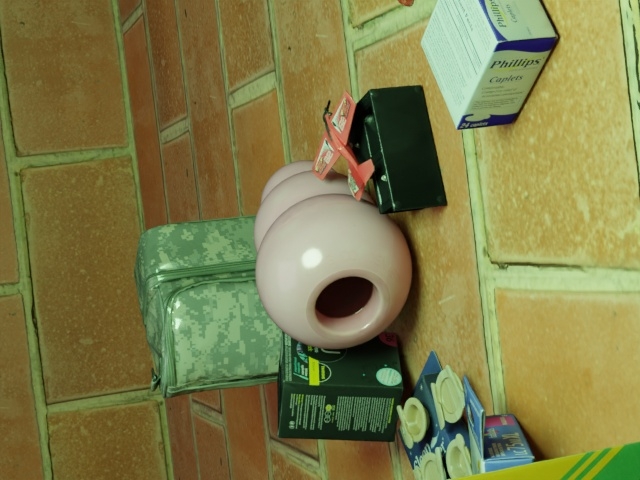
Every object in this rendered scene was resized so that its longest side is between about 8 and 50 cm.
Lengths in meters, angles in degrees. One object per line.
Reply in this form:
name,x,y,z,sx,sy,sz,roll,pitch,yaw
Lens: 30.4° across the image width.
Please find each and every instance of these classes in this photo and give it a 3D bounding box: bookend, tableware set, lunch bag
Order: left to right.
lunch bag,-0.128,0.113,1.844,0.213,0.305,0.256,114,148,-60
bookend,0.084,-0.097,1.502,0.157,0.072,0.156,143,118,-68
tableware set,0.143,0.240,1.427,0.169,0.020,0.141,129,133,-54

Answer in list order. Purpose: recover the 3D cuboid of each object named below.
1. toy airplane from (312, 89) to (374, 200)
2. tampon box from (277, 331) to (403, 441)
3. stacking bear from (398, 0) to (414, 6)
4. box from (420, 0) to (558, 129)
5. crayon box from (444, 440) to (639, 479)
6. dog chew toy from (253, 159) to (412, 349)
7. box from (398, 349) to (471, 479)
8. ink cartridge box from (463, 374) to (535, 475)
toy airplane,0.032,-0.115,1.489,0.151,0.028,0.151,176,90,-66
tampon box,0.024,0.195,1.601,0.120,0.160,0.102,-95,9,-55
stacking bear,0.086,-0.400,1.255,0.175,0.164,0.289,144,117,-68
box,0.171,-0.207,1.218,0.137,0.072,0.126,111,147,-54
crayon box,0.182,0.254,0.975,0.202,0.318,0.081,110,147,-53
dog chew toy,0.000,0.000,1.606,0.332,0.206,0.207,-113,24,-58
box,0.152,0.267,1.494,0.136,0.036,0.225,106,152,-48
ink cartridge box,0.198,0.309,1.252,0.186,0.065,0.311,-60,-38,-85
